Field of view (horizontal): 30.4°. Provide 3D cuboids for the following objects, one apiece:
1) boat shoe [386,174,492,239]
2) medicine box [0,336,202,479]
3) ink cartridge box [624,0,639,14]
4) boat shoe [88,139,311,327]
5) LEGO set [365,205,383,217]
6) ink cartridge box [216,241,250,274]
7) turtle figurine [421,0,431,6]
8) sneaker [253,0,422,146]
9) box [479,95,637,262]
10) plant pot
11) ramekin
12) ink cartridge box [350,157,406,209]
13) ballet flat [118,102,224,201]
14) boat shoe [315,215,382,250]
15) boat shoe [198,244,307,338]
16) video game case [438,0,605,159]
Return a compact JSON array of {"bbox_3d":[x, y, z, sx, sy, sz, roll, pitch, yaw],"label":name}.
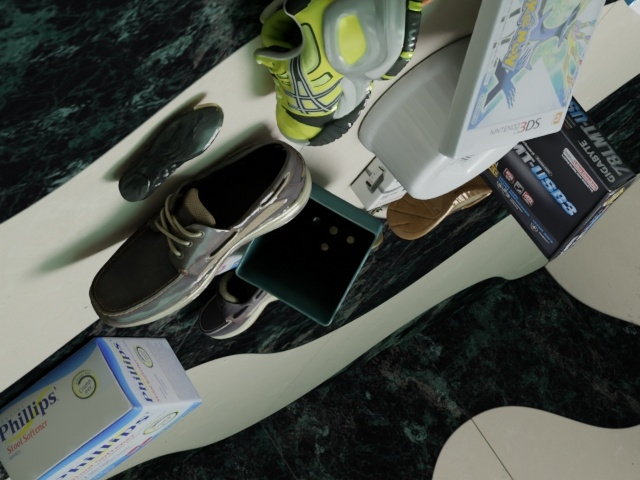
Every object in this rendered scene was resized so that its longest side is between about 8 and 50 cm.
[{"bbox_3d":[0.279,-0.125,2.263,0.342,0.123,0.123,-38,179,13],"label":"boat shoe"},{"bbox_3d":[-0.394,0.302,2.072,0.263,0.149,0.289,-37,166,11],"label":"medicine box"},{"bbox_3d":[0.430,-0.373,1.564,0.090,0.143,0.092,16,130,-45],"label":"ink cartridge box"},{"bbox_3d":[-0.172,-0.026,1.594,0.355,0.132,0.130,-40,157,-12],"label":"boat shoe"},{"bbox_3d":[0.105,-0.067,2.240,0.083,0.023,0.054,-49,166,5],"label":"LEGO set"},{"bbox_3d":[-0.169,0.019,1.842,0.122,0.052,0.088,-22,162,-35],"label":"ink cartridge box"},{"bbox_3d":[0.193,-0.372,1.307,0.269,0.087,0.217,-54,165,31],"label":"turtle figurine"},{"bbox_3d":[-0.006,-0.220,1.338,0.147,0.145,0.384,10,161,-13],"label":"sneaker"},{"bbox_3d":[0.373,-0.144,2.016,0.073,0.295,0.293,-31,166,-20],"label":"box"},{"bbox_3d":[0.000,0.000,1.870,0.165,0.165,0.234,-62,175,15],"label":"plant pot"},{"bbox_3d":[0.210,-0.186,1.847,0.277,0.135,0.277,-32,166,-9],"label":"ramekin"},{"bbox_3d":[0.130,-0.120,2.038,0.099,0.056,0.135,-21,160,-43],"label":"ink cartridge box"},{"bbox_3d":[-0.184,-0.112,1.429,0.173,0.057,0.049,-38,-154,20],"label":"ballet flat"},{"bbox_3d":[0.017,0.004,2.167,0.223,0.080,0.073,-13,161,-42],"label":"boat shoe"},{"bbox_3d":[-0.138,0.086,2.057,0.092,0.103,0.285,13,147,-39],"label":"boat shoe"},{"bbox_3d":[0.301,-0.285,1.636,0.300,0.036,0.329,-18,130,-48],"label":"video game case"}]
